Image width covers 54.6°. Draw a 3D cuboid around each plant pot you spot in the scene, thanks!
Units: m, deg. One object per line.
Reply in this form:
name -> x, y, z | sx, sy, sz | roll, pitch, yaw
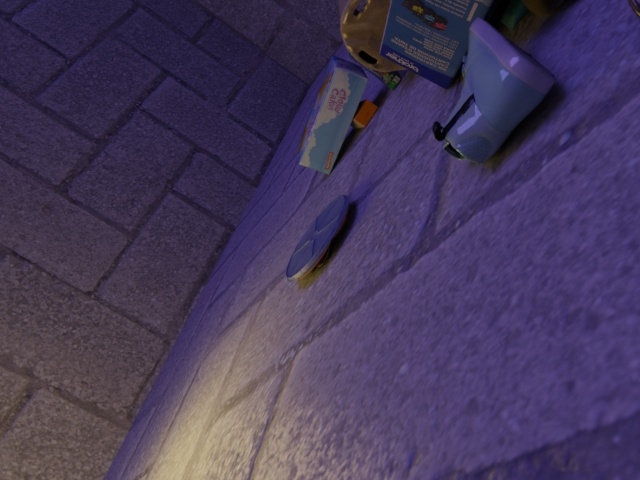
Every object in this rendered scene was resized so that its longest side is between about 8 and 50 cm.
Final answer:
plant pot -> 0.163, -0.555, 1.386 | 0.334, 0.334, 0.305 | -45, 28, 43

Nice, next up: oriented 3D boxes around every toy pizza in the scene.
toy pizza -> 0.000, 0.000, 1.198 | 0.201, 0.032, 0.201 | -52, 13, 17

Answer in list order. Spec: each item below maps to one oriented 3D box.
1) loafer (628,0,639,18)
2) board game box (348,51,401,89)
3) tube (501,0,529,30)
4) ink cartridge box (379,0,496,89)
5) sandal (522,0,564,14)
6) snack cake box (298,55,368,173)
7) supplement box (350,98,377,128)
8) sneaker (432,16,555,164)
loafer -> 0.326, -0.258, 0.562 | 0.148, 0.056, 0.050 | -61, 7, -17
board game box -> 0.133, -0.449, 1.556 | 0.035, 0.136, 0.201 | -52, 14, 21
tube -> 0.338, -0.411, 0.919 | 0.207, 0.052, 0.080 | -56, 7, 26
ink cartridge box -> 0.229, -0.431, 0.988 | 0.270, 0.151, 0.395 | -59, -3, -10
sandal -> 0.330, -0.362, 0.791 | 0.079, 0.088, 0.240 | -21, 0, 2
snack cake box -> 0.026, -0.323, 1.594 | 0.152, 0.089, 0.264 | -95, 25, -63
supplement box -> 0.104, -0.320, 1.574 | 0.062, 0.036, 0.098 | -58, 12, 0
sneaker -> 0.197, -0.189, 0.791 | 0.151, 0.094, 0.256 | -54, 12, 26
